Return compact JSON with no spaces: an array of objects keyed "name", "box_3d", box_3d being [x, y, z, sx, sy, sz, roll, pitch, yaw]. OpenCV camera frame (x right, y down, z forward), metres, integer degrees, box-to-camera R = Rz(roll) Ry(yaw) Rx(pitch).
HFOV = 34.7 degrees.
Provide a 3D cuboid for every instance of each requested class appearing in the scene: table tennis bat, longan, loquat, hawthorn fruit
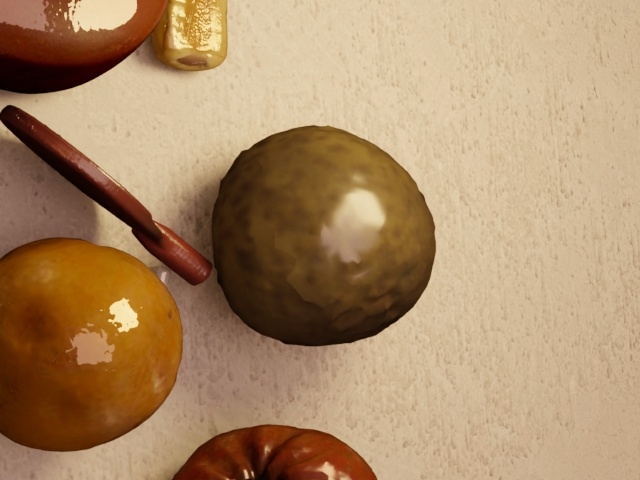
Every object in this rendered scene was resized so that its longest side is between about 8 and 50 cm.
[{"name":"table tennis bat","box_3d":[-0.328,-0.065,1.586,0.415,0.268,0.051,43,79,-28]},{"name":"longan","box_3d":[0.000,0.000,1.742,0.391,0.391,0.390,2,86,-34]},{"name":"loquat","box_3d":[-0.370,0.152,1.513,0.329,0.328,0.328,2,86,-34]},{"name":"hawthorn fruit","box_3d":[-0.065,0.516,1.674,0.403,0.403,0.402,2,86,-34]}]

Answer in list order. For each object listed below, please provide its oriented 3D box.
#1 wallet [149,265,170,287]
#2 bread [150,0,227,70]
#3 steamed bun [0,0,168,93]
[{"name":"wallet","box_3d":[-0.293,0.133,1.697,0.033,0.095,0.189,17,80,-24]},{"name":"bread","box_3d":[-0.228,-0.448,1.775,0.142,0.091,0.305,6,84,-41]},{"name":"steamed bun","box_3d":[-0.434,-0.353,1.545,0.379,0.235,0.248,5,81,-34]}]
